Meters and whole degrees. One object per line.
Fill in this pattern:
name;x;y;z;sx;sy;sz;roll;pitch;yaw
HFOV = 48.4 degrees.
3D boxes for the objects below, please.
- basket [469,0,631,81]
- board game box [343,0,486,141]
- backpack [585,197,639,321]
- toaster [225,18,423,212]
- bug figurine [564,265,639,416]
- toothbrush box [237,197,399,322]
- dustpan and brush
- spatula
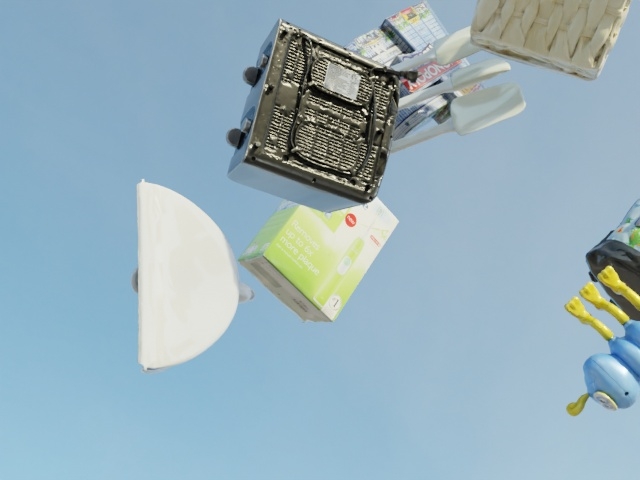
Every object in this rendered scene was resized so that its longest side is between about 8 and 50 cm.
basket;0.188;-0.213;0.536;0.113;0.103;0.167;20;-71;11
board game box;0.143;-0.222;0.991;0.194;0.194;0.060;48;-38;6
backpack;0.777;-0.003;1.507;0.290;0.355;0.273;49;-24;-25
toaster;-0.002;-0.131;0.797;0.185;0.168;0.110;17;-13;-22
bug figurine;0.308;0.101;0.481;0.279;0.072;0.216;42;-88;-13
toothbrush box;0.000;0.000;1.478;0.206;0.283;0.122;46;-29;-19
dustpan and brush;-0.102;0.039;0.618;0.060;0.147;0.211;-9;-12;30
spatula;0.117;-0.174;0.875;0.242;0.168;0.019;-18;-32;19
